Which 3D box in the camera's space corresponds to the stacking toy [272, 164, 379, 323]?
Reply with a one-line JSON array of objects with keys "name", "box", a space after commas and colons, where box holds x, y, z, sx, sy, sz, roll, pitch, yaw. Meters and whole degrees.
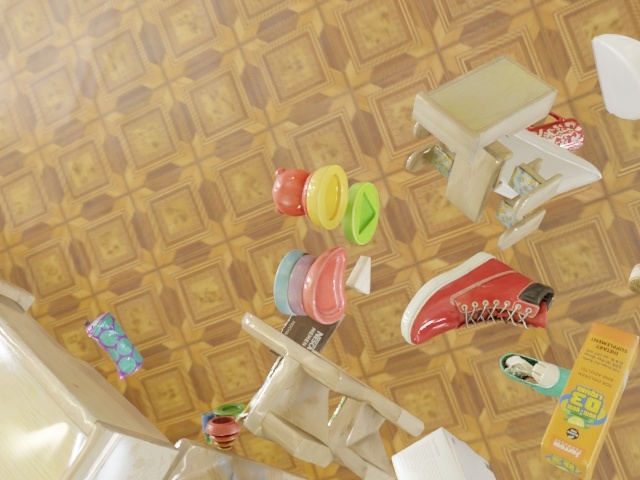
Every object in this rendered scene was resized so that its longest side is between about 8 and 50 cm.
[{"name": "stacking toy", "box": [0.000, 0.000, 1.278, 0.130, 0.279, 0.308, 9, 98, 28]}]

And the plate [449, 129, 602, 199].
[{"name": "plate", "box": [0.380, -0.168, 1.286, 0.278, 0.277, 0.045, 23, 79, -9]}]

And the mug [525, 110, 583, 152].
[{"name": "mug", "box": [0.615, -0.280, 1.705, 0.169, 0.113, 0.150, -16, 135, -5]}]

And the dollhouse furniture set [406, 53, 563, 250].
[{"name": "dollhouse furniture set", "box": [0.214, -0.117, 0.908, 0.161, 0.242, 0.212, -30, 58, -23]}]

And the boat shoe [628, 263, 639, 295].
[{"name": "boat shoe", "box": [0.682, 0.103, 1.239, 0.170, 0.059, 0.063, 35, 144, -11]}]

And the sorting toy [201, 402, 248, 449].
[{"name": "sorting toy", "box": [-0.131, 0.258, 0.862, 0.061, 0.102, 0.042, -3, 93, 6]}]

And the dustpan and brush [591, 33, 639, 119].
[{"name": "dustpan and brush", "box": [0.505, -0.232, 0.947, 0.060, 0.211, 0.147, -28, 122, 3]}]

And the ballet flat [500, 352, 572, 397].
[{"name": "ballet flat", "box": [0.566, 0.350, 1.654, 0.087, 0.247, 0.083, 36, 75, -25]}]

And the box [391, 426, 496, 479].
[{"name": "box", "box": [0.241, 0.461, 1.110, 0.119, 0.182, 0.181, -36, 127, 15]}]

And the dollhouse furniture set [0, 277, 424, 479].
[{"name": "dollhouse furniture set", "box": [-0.160, 0.217, 0.573, 0.256, 0.394, 0.362, 26, 79, 39]}]

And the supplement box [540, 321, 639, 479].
[{"name": "supplement box", "box": [0.427, 0.250, 0.995, 0.078, 0.080, 0.233, 19, 66, 31]}]

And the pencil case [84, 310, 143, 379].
[{"name": "pencil case", "box": [-0.465, 0.236, 1.419, 0.064, 0.070, 0.151, -11, 117, 42]}]

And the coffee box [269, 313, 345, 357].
[{"name": "coffee box", "box": [-0.029, 0.257, 1.769, 0.119, 0.297, 0.168, 33, 92, 6]}]

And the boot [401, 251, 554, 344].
[{"name": "boot", "box": [0.269, 0.121, 1.048, 0.176, 0.244, 0.088, 33, 144, 43]}]
